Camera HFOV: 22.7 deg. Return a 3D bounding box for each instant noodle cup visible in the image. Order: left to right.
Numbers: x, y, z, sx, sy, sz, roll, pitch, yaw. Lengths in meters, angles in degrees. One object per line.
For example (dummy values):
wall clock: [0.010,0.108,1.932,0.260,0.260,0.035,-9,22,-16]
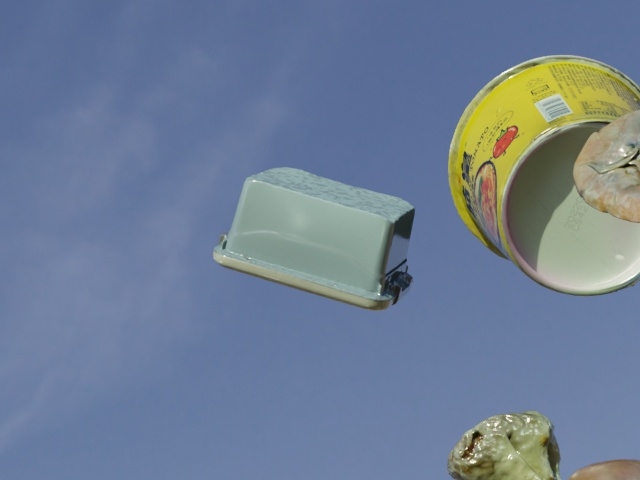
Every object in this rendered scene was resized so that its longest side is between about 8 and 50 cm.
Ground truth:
instant noodle cup: [0.352,-0.077,2.213,0.325,0.254,0.326,-1,-74,-3]

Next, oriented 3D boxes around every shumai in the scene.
shumai: [0.294,0.367,2.458,0.184,0.142,0.184,-12,-51,-15]

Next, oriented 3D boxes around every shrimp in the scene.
shrimp: [0.423,-0.098,1.818,0.289,0.178,0.075,-8,-45,21]

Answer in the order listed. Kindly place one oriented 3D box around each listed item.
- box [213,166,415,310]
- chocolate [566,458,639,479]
box: [0.000,0.000,1.891,0.227,0.162,0.130,15,-77,14]
chocolate: [0.305,0.247,1.244,0.261,0.161,0.083,10,-27,-33]
